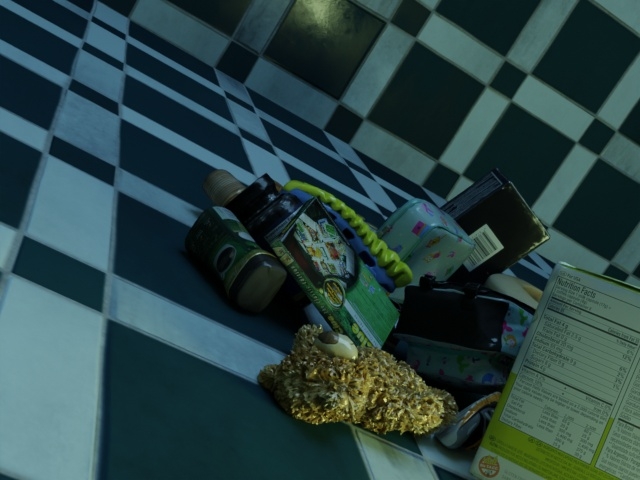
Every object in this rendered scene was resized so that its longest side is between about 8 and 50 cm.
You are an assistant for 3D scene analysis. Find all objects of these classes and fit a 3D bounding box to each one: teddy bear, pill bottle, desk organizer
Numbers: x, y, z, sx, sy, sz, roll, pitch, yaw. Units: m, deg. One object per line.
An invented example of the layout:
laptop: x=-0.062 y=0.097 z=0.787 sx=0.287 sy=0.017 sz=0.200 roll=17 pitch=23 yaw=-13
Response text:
teddy bear: x=0.069 y=0.196 z=1.307 sx=0.338 sy=0.113 sz=0.245 roll=24 pitch=14 yaw=-34
pill bottle: x=-0.059 y=-0.002 z=1.569 sx=0.219 sy=0.123 sz=0.123 roll=51 pitch=13 yaw=-3
desk organizer: x=0.125 y=0.151 z=1.721 sx=0.047 sy=0.050 sz=0.130 roll=30 pitch=14 yaw=-11

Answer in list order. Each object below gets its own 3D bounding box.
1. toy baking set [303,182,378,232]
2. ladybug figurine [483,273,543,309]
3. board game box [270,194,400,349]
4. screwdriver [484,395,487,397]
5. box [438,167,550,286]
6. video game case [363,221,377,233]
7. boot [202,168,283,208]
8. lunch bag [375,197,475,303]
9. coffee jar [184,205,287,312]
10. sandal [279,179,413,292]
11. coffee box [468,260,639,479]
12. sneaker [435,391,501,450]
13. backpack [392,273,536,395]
toy baking set: x=0.057 y=-0.063 z=2.395 sx=0.256 sy=0.030 sz=0.197 roll=31 pitch=10 yaw=-10
ladybug figurine: x=0.526 y=0.247 z=2.049 sx=0.449 sy=0.162 sz=0.305 roll=41 pitch=15 yaw=35
board game box: x=0.029 y=0.067 z=1.492 sx=0.259 sy=0.030 sz=0.136 roll=55 pitch=40 yaw=-16
screwdriver: x=0.263 y=0.256 z=1.727 sx=0.170 sy=0.024 sz=0.025 roll=35 pitch=-16 yaw=4
box: x=0.388 y=-0.015 z=2.298 sx=0.182 sy=0.296 sz=0.294 roll=53 pitch=11 yaw=-7
video game case: x=0.069 y=0.001 z=2.111 sx=0.244 sy=0.061 sz=0.269 roll=41 pitch=15 yaw=27
boot: x=-0.087 y=-0.027 z=1.779 sx=0.220 sy=0.109 sz=0.283 roll=47 pitch=7 yaw=25
lunch bag: x=0.190 y=0.033 z=1.936 sx=0.108 sy=0.224 sz=0.279 roll=52 pitch=15 yaw=27
coffee jar: x=-0.134 y=0.030 z=1.463 sx=0.079 sy=0.096 sz=0.184 roll=22 pitch=17 yaw=-49
sandal: x=0.032 y=0.017 z=1.687 sx=0.317 sy=0.138 sz=0.126 roll=44 pitch=-5 yaw=-23
coffee box: x=0.475 y=0.252 z=1.351 sx=0.338 sy=0.334 sz=0.338 roll=23 pitch=4 yaw=27
sneaker: x=0.254 y=0.296 z=1.445 sx=0.215 sy=0.084 sz=0.083 roll=-5 pitch=62 yaw=-57
backpack: x=0.278 y=0.172 z=1.612 sx=0.225 sy=0.191 sz=0.253 roll=6 pitch=-4 yaw=41
